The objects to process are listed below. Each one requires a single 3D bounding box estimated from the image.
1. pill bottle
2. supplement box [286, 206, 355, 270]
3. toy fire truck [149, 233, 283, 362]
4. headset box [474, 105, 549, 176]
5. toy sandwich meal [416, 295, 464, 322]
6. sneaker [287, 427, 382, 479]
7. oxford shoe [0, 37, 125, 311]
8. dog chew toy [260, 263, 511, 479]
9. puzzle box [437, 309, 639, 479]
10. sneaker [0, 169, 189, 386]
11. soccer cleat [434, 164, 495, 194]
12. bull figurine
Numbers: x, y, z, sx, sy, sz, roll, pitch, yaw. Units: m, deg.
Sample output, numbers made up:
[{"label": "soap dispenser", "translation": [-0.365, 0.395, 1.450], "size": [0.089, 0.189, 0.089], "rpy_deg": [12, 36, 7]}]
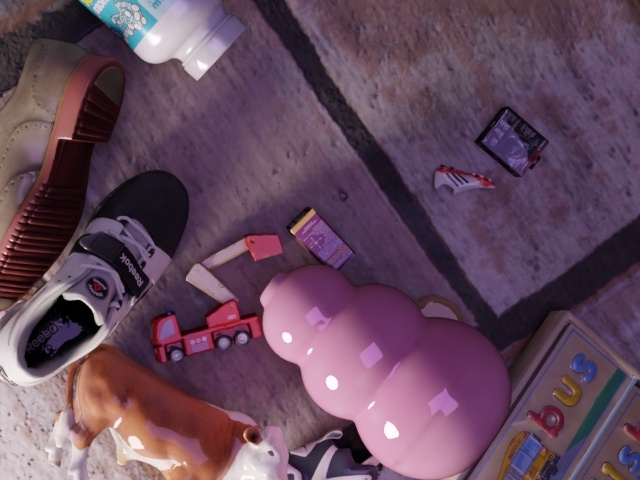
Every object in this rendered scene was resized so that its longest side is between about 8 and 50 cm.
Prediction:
[{"label": "pill bottle", "translation": [-0.216, -0.318, 1.577], "size": [0.264, 0.146, 0.146], "rpy_deg": [42, 85, -9]}, {"label": "supplement box", "translation": [0.000, 0.000, 1.674], "size": [0.043, 0.055, 0.083], "rpy_deg": [-45, 98, -4]}, {"label": "toy fire truck", "translation": [-0.133, 0.072, 1.658], "size": [0.192, 0.047, 0.135], "rpy_deg": [-14, 94, -8]}, {"label": "headset box", "translation": [0.258, -0.129, 1.723], "size": [0.083, 0.032, 0.062], "rpy_deg": [39, 87, -10]}, {"label": "toy sandwich meal", "translation": [0.153, 0.116, 1.720], "size": [0.085, 0.029, 0.086], "rpy_deg": [0, 87, -5]}, {"label": "sneaker", "translation": [0.053, 0.345, 1.677], "size": [0.153, 0.094, 0.235], "rpy_deg": [-40, 88, 3]}, {"label": "oxford shoe", "translation": [-0.362, -0.081, 1.598], "size": [0.130, 0.123, 0.348], "rpy_deg": [25, 91, 18]}, {"label": "dog chew toy", "translation": [0.071, 0.149, 1.614], "size": [0.331, 0.206, 0.207], "rpy_deg": [35, 87, 1]}, {"label": "puzzle box", "translation": [0.305, 0.330, 1.701], "size": [0.272, 0.052, 0.409], "rpy_deg": [39, 75, -11]}, {"label": "sneaker", "translation": [-0.262, 0.051, 1.572], "size": [0.122, 0.146, 0.331], "rpy_deg": [42, 75, -17]}, {"label": "soccer cleat", "translation": [0.191, -0.076, 1.718], "size": [0.083, 0.029, 0.036], "rpy_deg": [14, 99, -7]}, {"label": "bull figurine", "translation": [-0.193, 0.259, 1.622], "size": [0.310, 0.101, 0.188], "rpy_deg": [31, 82, 1]}]
